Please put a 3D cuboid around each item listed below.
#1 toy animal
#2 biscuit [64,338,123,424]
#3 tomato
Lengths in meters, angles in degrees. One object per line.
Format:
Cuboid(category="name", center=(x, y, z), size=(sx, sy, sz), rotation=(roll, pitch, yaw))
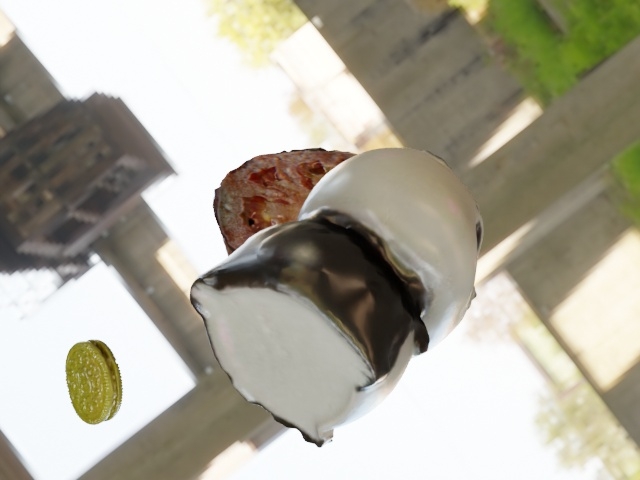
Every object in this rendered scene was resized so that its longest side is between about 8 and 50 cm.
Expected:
Cuboid(category="toy animal", center=(0.033, 0.030, 1.198), size=(0.165, 0.235, 0.187), rotation=(46, 143, 8))
Cuboid(category="biscuit", center=(-0.223, 0.139, 1.477), size=(0.023, 0.084, 0.084), rotation=(-9, -127, -39))
Cuboid(category="tomato", center=(0.001, 0.001, 1.421), size=(0.225, 0.225, 0.085), rotation=(-121, 30, -44))
